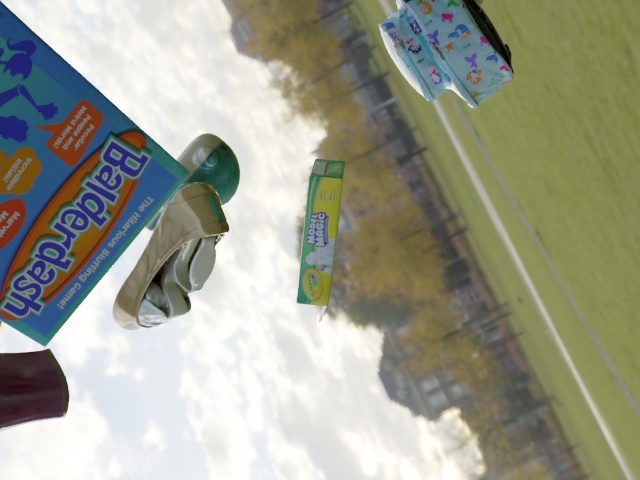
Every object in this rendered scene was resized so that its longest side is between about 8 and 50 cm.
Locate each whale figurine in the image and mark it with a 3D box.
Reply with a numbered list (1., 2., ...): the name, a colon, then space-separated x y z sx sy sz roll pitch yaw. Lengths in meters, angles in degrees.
1. whale figurine: -0.259 -0.102 2.151 0.141 0.216 0.272 38 -144 -7

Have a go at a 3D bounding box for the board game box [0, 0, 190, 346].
1. board game box: -0.204 -0.045 0.662 0.047 0.160 0.210 34 173 43

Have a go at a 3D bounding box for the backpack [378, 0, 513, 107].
1. backpack: 0.227 -0.351 1.870 0.253 0.191 0.225 48 -171 -3

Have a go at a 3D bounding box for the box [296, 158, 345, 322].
1. box: 0.000 0.000 1.245 0.105 0.043 0.179 -77 -8 -74

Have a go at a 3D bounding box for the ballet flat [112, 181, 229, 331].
1. ballet flat: -0.157 0.040 1.082 0.080 0.232 0.073 -14 -123 -39

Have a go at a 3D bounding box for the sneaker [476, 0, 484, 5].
1. sneaker: 0.310 -0.493 2.044 0.152 0.061 0.054 -76 -34 -58

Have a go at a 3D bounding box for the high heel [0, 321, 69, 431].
1. high heel: -0.432 0.106 1.170 0.377 0.181 0.127 27 115 51
